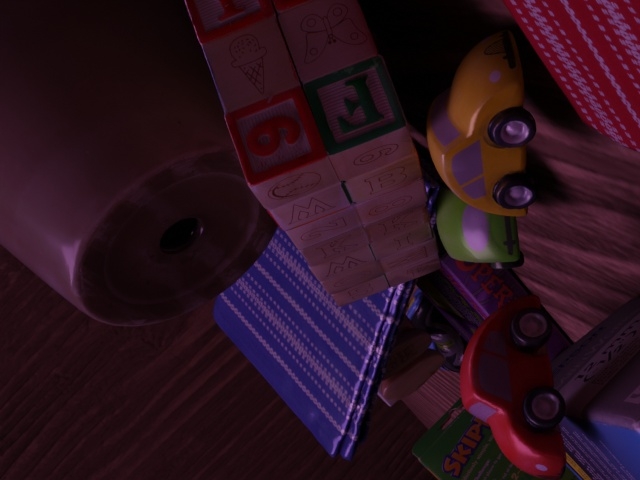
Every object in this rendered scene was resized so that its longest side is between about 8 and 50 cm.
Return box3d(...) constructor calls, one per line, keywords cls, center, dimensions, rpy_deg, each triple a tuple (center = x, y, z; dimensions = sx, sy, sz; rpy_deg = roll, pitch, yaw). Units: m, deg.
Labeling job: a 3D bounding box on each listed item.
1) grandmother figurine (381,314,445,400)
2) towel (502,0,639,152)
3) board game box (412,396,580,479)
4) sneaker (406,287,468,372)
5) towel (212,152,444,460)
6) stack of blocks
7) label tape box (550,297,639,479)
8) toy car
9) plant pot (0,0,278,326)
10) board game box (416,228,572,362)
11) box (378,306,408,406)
box3d(cls="grandmother figurine", center=(0.000, 0.000, 1.121), dimensions=(0.342, 0.104, 0.207), rpy_deg=(57, 173, 31))
box3d(cls="towel", center=(0.138, -0.070, 0.343), dimensions=(0.199, 0.031, 0.275), rpy_deg=(48, 176, -32))
box3d(cls="board game box", center=(0.194, 0.223, 1.025), dimensions=(0.039, 0.124, 0.259), rpy_deg=(49, 174, -30))
box3d(cls="sneaker", center=(0.159, 0.107, 1.292), dimensions=(0.078, 0.067, 0.188), rpy_deg=(15, 154, 35))
box3d(cls="towel", center=(-0.003, 0.017, 0.992), dimensions=(0.243, 0.040, 0.336), rpy_deg=(43, 133, 34))
box3d(cls="stack of blocks", center=(0.001, -0.078, 0.687), dimensions=(0.297, 0.087, 0.171), rpy_deg=(59, -170, -71))
box3d(cls="label tape box", center=(0.255, 0.152, 0.631), dimensions=(0.249, 0.115, 0.347), rpy_deg=(46, 177, 3))
box3d(cls="toy car", center=(0.096, -0.001, 0.628), dimensions=(0.225, 0.053, 0.239), rpy_deg=(-70, -28, -78))
box3d(cls="plant pot", center=(-0.179, -0.092, 0.886), dimensions=(0.280, 0.323, 0.323), rpy_deg=(49, 177, 32))
box3d(cls="board game box", center=(0.201, 0.112, 1.052), dimensions=(0.347, 0.056, 0.208), rpy_deg=(48, 178, -17))
box3d(cls="box", center=(0.090, 0.154, 1.691), dimensions=(0.170, 0.130, 0.091), rpy_deg=(40, 172, 42))
